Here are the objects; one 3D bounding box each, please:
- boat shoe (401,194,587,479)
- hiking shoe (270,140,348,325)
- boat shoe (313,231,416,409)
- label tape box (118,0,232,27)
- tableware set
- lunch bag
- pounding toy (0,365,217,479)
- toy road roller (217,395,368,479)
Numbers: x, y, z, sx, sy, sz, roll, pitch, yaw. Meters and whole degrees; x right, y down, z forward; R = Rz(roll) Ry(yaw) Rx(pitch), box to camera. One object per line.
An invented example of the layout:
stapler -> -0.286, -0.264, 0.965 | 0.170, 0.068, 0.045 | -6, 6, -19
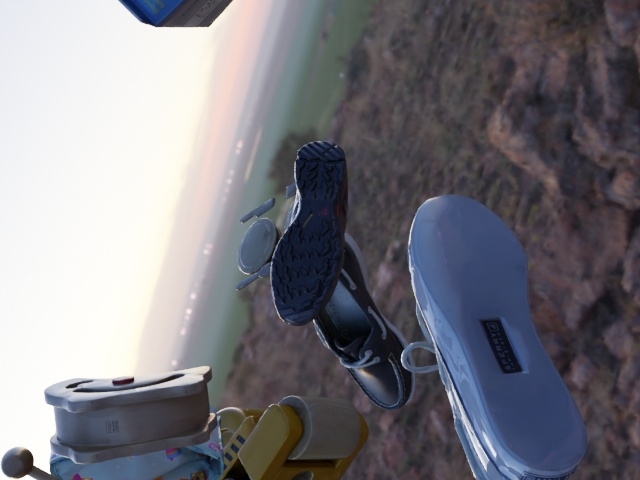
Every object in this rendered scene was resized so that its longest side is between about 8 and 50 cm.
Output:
boat shoe -> 0.167, 0.123, 1.063 | 0.156, 0.136, 0.367 | 104, 156, -46
hiking shoe -> 0.000, 0.000, 1.223 | 0.114, 0.086, 0.226 | 55, -135, -70
boat shoe -> 0.046, 0.133, 1.463 | 0.114, 0.302, 0.091 | -22, 15, 29
label tape box -> -0.224, -0.382, 1.211 | 0.115, 0.249, 0.347 | -44, 4, 11
tableware set -> -0.046, -0.008, 1.422 | 0.194, 0.039, 0.128 | -29, 49, 40
lunch bag -> -0.282, 0.334, 1.585 | 0.223, 0.262, 0.160 | -133, 30, -76
pounding toy -> -0.259, 0.251, 1.256 | 0.154, 0.270, 0.154 | -172, 76, -73
toy road roller -> -0.091, 0.390, 1.946 | 0.329, 0.203, 0.240 | -56, 46, 24
